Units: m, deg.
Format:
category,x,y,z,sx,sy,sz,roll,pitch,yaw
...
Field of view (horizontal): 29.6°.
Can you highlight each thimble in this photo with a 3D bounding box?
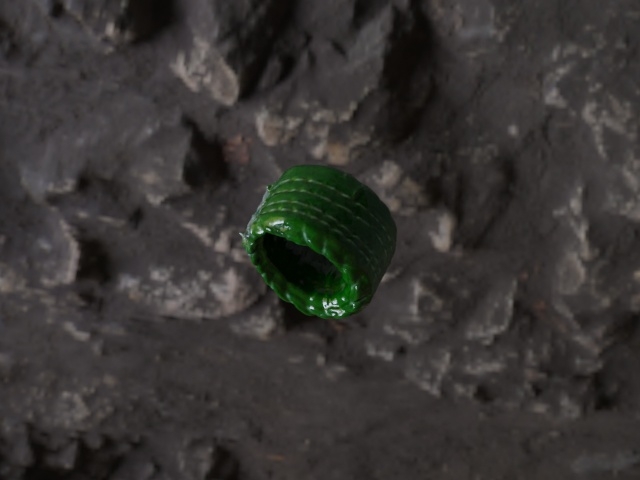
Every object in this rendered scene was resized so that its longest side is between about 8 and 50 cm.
category,x,y,z,sx,sy,sz,roll,pitch,yaw
thimble,0.000,0.000,1.056,0.130,0.090,0.118,30,145,-2
